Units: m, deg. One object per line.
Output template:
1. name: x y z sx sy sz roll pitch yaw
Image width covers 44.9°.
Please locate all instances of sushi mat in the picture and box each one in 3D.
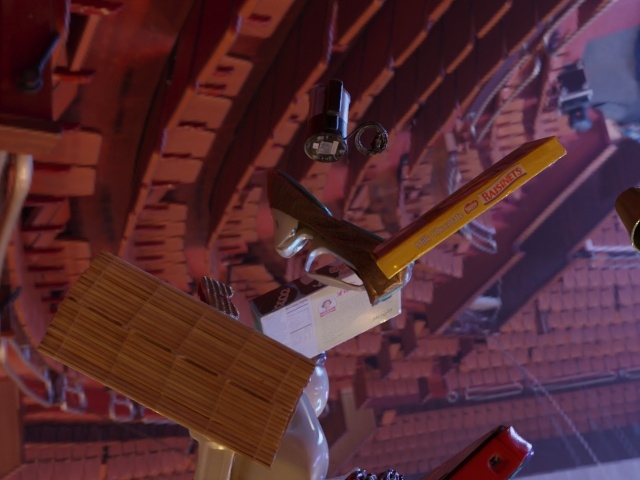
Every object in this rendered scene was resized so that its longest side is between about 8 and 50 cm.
1. sushi mat: -0.170 0.141 0.949 0.316 0.151 0.019 28 153 0

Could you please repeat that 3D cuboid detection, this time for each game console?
1. game console: 0.096 0.408 1.049 0.386 0.060 0.342 -29 161 -35

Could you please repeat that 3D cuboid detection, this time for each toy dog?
1. toy dog: -0.097 0.371 1.686 0.395 0.284 0.408 5 -156 7

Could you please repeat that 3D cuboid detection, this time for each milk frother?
1. milk frother: 0.050 -0.227 1.489 0.143 0.134 0.129 19 143 -20

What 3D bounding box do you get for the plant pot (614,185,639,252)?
1. plant pot: 0.456 -0.035 1.091 0.083 0.079 0.083 -6 124 -9

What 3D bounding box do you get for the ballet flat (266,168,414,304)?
1. ballet flat: 0.000 0.000 1.329 0.124 0.342 0.116 -50 154 -9

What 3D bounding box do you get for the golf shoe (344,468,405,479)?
1. golf shoe: 0.032 0.242 0.680 0.086 0.067 0.186 -25 150 17

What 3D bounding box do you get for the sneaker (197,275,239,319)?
1. sneaker: -0.191 0.126 1.347 0.069 0.084 0.185 24 -169 -17

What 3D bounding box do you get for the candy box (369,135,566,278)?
1. candy box: 0.141 -0.034 0.775 0.206 0.027 0.105 -35 -179 3

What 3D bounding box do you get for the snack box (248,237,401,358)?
1. snack box: 0.018 0.137 1.600 0.322 0.060 0.187 -24 135 -18
